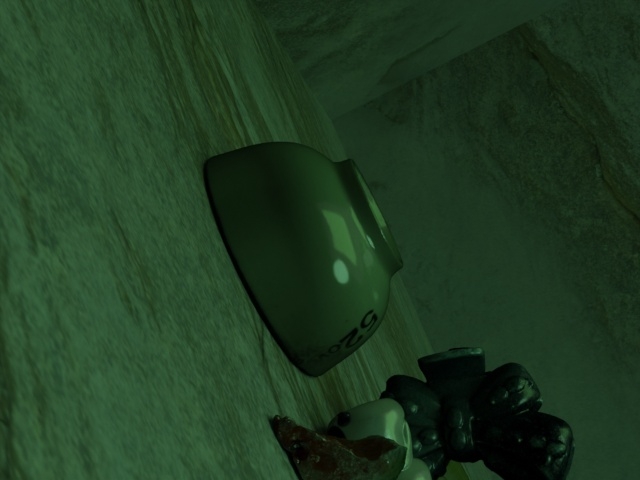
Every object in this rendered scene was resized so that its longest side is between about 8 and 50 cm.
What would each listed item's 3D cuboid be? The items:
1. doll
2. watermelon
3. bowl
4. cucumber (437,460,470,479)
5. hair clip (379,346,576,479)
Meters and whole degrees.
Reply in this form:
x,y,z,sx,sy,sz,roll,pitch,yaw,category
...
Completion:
x,y,z,sx,sy,sz,roll,pitch,yaw,category
0.082,0.294,1.345,0.181,0.110,0.107,61,27,4,doll
0.003,0.263,1.180,0.158,0.121,0.098,16,4,-13,watermelon
0.000,0.000,1.477,0.354,0.185,0.354,62,7,-15,bowl
0.207,0.434,1.798,0.145,0.105,0.325,32,-20,48,cucumber
0.203,0.268,1.474,0.194,0.310,0.206,46,40,-70,hair clip
